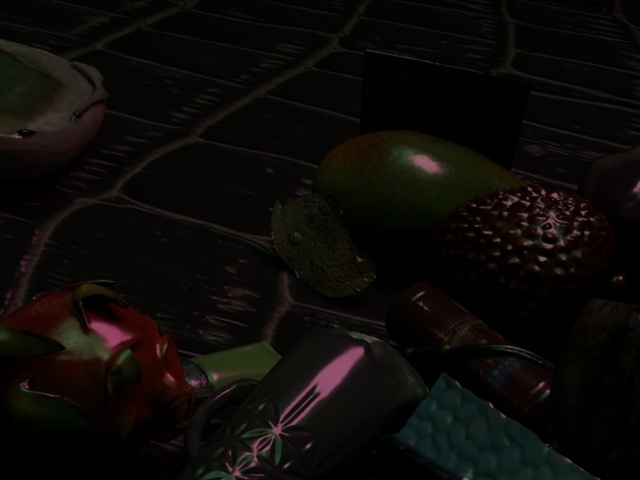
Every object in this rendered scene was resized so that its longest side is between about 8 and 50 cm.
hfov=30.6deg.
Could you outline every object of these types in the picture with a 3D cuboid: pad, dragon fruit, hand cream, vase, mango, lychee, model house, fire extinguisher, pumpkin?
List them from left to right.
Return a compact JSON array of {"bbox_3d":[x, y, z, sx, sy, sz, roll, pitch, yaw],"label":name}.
[{"bbox_3d":[-0.257,0.151,1.272,0.227,0.224,0.224,-14,29,0],"label":"dragon fruit"},{"bbox_3d":[-0.112,0.166,1.463,0.175,0.046,0.095,-7,29,-40],"label":"hand cream"},{"bbox_3d":[-0.053,0.223,1.277,0.251,0.156,0.301,7,29,34],"label":"vase"},{"bbox_3d":[0.173,-0.054,1.776,0.382,0.225,0.201,13,57,7],"label":"mango"},{"bbox_3d":[0.179,-0.146,1.830,0.247,0.367,0.007,11,55,6],"label":"pad"},{"bbox_3d":[0.209,0.175,1.472,0.141,0.105,0.341,-28,40,-22],"label":"fire extinguisher"},{"bbox_3d":[0.171,0.317,1.139,0.241,0.226,0.261,-47,46,-13],"label":"model house"},{"bbox_3d":[0.281,0.038,1.604,0.271,0.236,0.236,14,28,20],"label":"lychee"},{"bbox_3d":[0.391,0.208,1.240,0.256,0.303,0.225,-15,14,-22],"label":"pumpkin"}]

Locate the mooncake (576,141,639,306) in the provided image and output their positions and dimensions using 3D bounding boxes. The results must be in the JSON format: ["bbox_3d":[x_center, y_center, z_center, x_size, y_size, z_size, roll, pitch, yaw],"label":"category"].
[{"bbox_3d":[0.593,-0.035,1.688,0.350,0.381,0.212,43,9,-16],"label":"mooncake"}]

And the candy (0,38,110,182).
[{"bbox_3d":[-0.543,-0.223,1.939,0.386,0.186,0.427,22,27,9],"label":"candy"}]

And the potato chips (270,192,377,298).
[{"bbox_3d":[0.000,0.000,1.720,0.209,0.142,0.026,22,5,33],"label":"potato chips"}]
